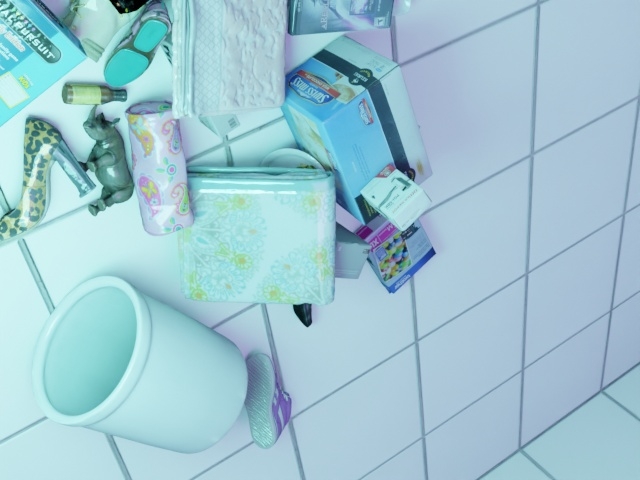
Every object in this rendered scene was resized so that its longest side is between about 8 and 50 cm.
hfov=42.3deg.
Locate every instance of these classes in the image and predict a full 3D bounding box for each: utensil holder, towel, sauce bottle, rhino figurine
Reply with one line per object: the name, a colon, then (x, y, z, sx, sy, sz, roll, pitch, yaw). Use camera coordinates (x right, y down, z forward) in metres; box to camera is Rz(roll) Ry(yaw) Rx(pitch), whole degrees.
utensil holder: (-0.396, 0.299, 1.889, 0.327, 0.327, 0.385, -52, 138, 2)
towel: (-0.152, -0.010, 1.901, 0.374, 0.090, 0.320, 2, 115, 4)
towel: (-0.174, -0.421, 1.676, 0.317, 0.053, 0.332, -22, 121, -50)
sauce bottle: (-0.449, -0.290, 1.649, 0.128, 0.042, 0.042, -4, 120, -36)
rhino figurine: (-0.445, -0.170, 1.708, 0.106, 0.073, 0.243, -38, 138, -41)

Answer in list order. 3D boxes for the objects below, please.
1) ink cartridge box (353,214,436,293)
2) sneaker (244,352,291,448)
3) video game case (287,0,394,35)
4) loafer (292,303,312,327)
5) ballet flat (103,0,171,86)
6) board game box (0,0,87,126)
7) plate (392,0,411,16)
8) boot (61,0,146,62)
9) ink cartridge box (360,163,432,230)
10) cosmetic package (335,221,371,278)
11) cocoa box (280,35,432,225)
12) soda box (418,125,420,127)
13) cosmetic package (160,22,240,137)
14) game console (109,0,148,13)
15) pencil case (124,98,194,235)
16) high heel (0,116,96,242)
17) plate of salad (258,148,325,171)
ink cartridge box: (0.226, 0.026, 2.398, 0.186, 0.065, 0.311, -42, 138, -8)
sneaker: (-0.147, 0.432, 2.361, 0.161, 0.102, 0.282, -36, 129, -61)
video game case: (0.055, -0.559, 1.825, 0.274, 0.026, 0.196, -14, 126, -32)
loafer: (-0.041, 0.169, 2.278, 0.061, 0.062, 0.170, -33, 135, -24)
ballet flat: (-0.355, -0.388, 1.615, 0.077, 0.079, 0.221, 22, 140, -29)
board game box: (-0.620, -0.312, 1.423, 0.336, 0.079, 0.254, -37, 137, 4)
plate: (0.096, -0.631, 1.858, 0.278, 0.045, 0.277, -19, 127, -28)
boot: (-0.446, -0.444, 1.526, 0.165, 0.077, 0.213, -49, 137, 3)
ink cartridge box: (0.171, -0.099, 1.877, 0.099, 0.135, 0.056, -45, 136, -2)
cosmetic package: (0.000, 0.000, 2.065, 0.127, 0.238, 0.107, 7, 113, -42)
cocoa box: (0.079, -0.257, 1.960, 0.228, 0.231, 0.347, -37, 136, -12)
soda box: (0.192, -0.235, 2.194, 0.063, 0.058, 0.183, 7, 114, -41)
cosmetic package: (-0.257, -0.334, 1.736, 0.060, 0.099, 0.239, -36, 134, -12)
game console: (-0.388, -0.595, 1.450, 0.361, 0.044, 0.213, 53, 52, -34)
pencil case: (-0.336, -0.151, 1.748, 0.124, 0.124, 0.284, -18, 116, -29)
high heel: (-0.604, -0.116, 1.638, 0.261, 0.093, 0.186, -32, 112, 0)
plate of salad: (-0.069, -0.121, 1.972, 0.048, 0.200, 0.200, -49, 151, -56)
